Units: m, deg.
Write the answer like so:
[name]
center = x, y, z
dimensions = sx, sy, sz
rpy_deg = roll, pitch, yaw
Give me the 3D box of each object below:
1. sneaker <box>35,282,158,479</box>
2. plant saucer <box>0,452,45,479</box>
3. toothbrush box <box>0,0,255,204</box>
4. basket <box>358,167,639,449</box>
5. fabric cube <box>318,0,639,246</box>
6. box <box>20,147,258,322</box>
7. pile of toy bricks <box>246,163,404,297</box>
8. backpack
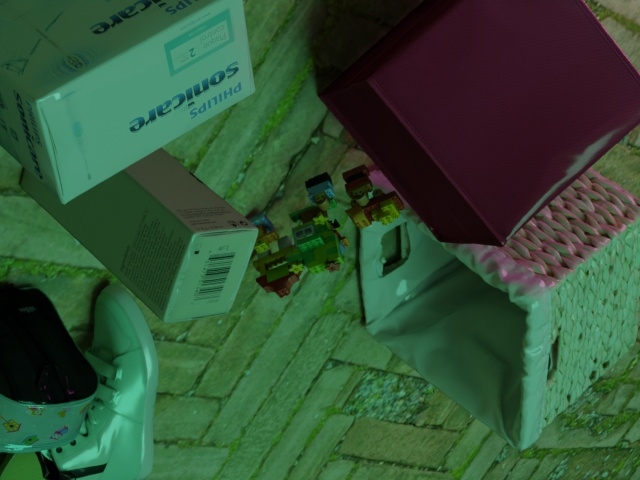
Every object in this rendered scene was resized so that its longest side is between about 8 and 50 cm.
[sneaker]
center = -0.279, 0.185, 1.852
dimensions = 0.151, 0.094, 0.256
rpy_deg = -12, 109, -36
[plant saucer]
center = -0.324, 0.288, 1.985
dimensions = 0.241, 0.037, 0.241
rpy_deg = -30, 141, -27
[toothbrush box]
center = -0.234, -0.197, 1.406
dimensions = 0.216, 0.295, 0.126
rpy_deg = -32, 142, -23
[basket]
center = 0.255, 0.045, 2.148
dimensions = 0.266, 0.331, 0.328
rpy_deg = -34, 143, -25
[fabric cube]
center = 0.194, -0.170, 1.859
dimensions = 0.258, 0.259, 0.254
rpy_deg = -43, 100, -9
[box]
center = -0.194, -0.035, 1.618
dimensions = 0.094, 0.275, 0.113
rpy_deg = -6, 127, -45
[pile of toy bricks]
center = 0.000, 0.000, 1.946
dimensions = 0.212, 0.105, 0.118
rpy_deg = -23, 142, 14
[backpack]
center = -0.342, 0.154, 1.706
dimensions = 0.165, 0.188, 0.144
rpy_deg = -1, 123, -48
